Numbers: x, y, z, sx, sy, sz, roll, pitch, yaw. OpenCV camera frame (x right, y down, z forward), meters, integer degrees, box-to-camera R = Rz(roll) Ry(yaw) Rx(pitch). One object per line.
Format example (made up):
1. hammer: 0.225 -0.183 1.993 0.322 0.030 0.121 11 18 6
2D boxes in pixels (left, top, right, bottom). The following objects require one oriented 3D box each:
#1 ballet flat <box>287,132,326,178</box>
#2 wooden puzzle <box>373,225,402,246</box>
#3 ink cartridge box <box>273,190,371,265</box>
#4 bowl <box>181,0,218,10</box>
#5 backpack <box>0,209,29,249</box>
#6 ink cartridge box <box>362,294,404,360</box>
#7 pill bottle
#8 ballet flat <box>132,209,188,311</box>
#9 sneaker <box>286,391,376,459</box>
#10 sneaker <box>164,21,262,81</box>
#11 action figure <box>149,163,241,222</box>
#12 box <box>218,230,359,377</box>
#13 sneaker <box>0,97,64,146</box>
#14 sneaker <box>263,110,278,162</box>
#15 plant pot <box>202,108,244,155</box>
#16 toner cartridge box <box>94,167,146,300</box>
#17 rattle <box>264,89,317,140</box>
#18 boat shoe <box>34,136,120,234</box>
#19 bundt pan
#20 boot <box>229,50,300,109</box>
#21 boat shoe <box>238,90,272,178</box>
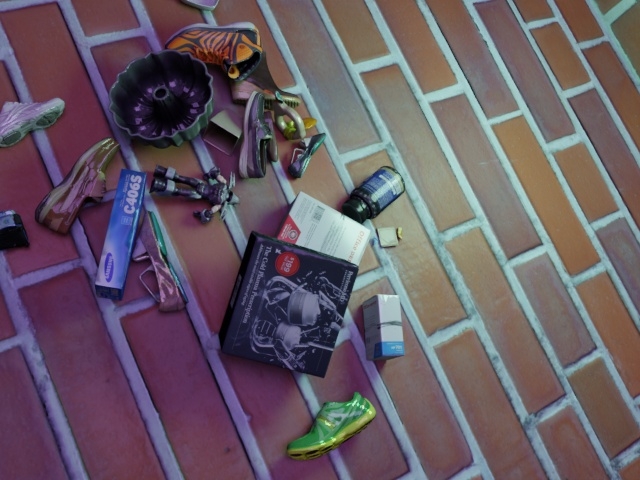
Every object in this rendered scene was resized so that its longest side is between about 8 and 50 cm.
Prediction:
1. ballet flat: -0.051 -0.306 2.031 0.074 0.074 0.203 33 68 -6
2. wooden puzzle: 0.234 -0.013 2.064 0.116 0.014 0.079 1 69 -19
3. ink cartridge box: 0.000 0.000 1.924 0.273 0.114 0.197 28 66 -8
4. bowl: -0.425 -0.876 2.094 0.142 0.053 0.142 14 68 -14
5. backpack: -0.883 -0.024 1.645 0.114 0.105 0.084 -18 57 -22
6. ink cartridge box: 0.197 0.279 1.888 0.082 0.139 0.191 3 72 -16
7. pill bottle: 0.179 -0.150 2.028 0.219 0.123 0.123 -40 88 -25
8. ballet flat: -0.491 0.066 1.749 0.106 0.107 0.316 -22 80 -10
9. sneaker: 0.022 0.556 1.776 0.295 0.109 0.123 -24 59 -22
10. sneaker: -0.348 -0.614 1.958 0.321 0.124 0.180 -12 66 -2
11. action figure: -0.383 -0.159 1.861 0.285 0.099 0.185 16 62 -17
12. box: -0.097 0.182 1.737 0.312 0.179 0.343 17 92 -14
13. sneaker: -0.882 -0.380 1.766 0.232 0.090 0.115 -36 83 -26
14. sneaker: -0.187 -0.347 2.011 0.071 0.066 0.188 -10 72 -2
15. plant pot: -0.307 -0.365 1.948 0.109 0.109 0.096 31 54 -7
16. toner cartridge box: -0.572 -0.015 1.710 0.075 0.165 0.348 11 70 -14
17. rattle: -0.092 -0.450 2.004 0.142 0.130 0.200 -35 115 -13
18. boat shoe: -0.691 -0.156 1.749 0.120 0.122 0.324 37 74 -10
19. bundt pan: -0.480 -0.426 1.856 0.330 0.124 0.331 -2 68 5
20. boot: -0.189 -0.565 2.053 0.248 0.090 0.207 4 74 -14
21. boat shoe: -0.201 -0.340 1.932 0.092 0.103 0.285 7 90 12
